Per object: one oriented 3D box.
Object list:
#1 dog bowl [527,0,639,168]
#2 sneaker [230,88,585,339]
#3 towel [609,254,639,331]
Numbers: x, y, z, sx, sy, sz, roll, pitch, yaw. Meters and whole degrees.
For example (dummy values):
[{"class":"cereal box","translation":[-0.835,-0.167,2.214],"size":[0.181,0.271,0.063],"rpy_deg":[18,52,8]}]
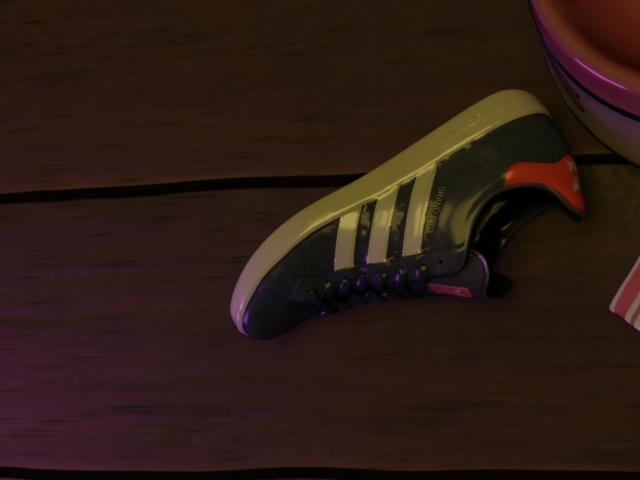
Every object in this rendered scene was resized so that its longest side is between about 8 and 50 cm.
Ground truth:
[{"class":"dog bowl","translation":[0.348,-0.254,1.336],"size":[0.408,0.150,0.408],"rpy_deg":[-8,73,27]},{"class":"sneaker","translation":[0.081,0.015,1.446],"size":[0.350,0.131,0.148],"rpy_deg":[-35,67,14]},{"class":"towel","translation":[0.345,0.042,1.359],"size":[0.144,0.029,0.197],"rpy_deg":[-57,39,5]}]
